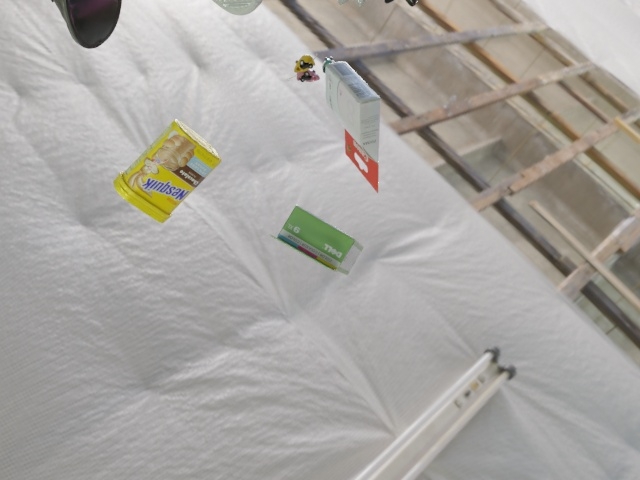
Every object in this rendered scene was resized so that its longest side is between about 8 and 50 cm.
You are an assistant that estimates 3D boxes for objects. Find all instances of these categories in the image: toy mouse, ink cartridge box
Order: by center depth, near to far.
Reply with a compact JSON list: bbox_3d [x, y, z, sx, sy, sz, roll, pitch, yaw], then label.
[{"bbox_3d":[0.000,0.000,1.109,0.109,0.062,0.209,31,-179,10],"label":"ink cartridge box"},{"bbox_3d":[0.067,-0.238,1.499,0.066,0.232,0.189,-11,-140,-18],"label":"ink cartridge box"},{"bbox_3d":[-0.010,-0.440,1.790,0.143,0.161,0.031,3,-105,-43],"label":"toy mouse"}]

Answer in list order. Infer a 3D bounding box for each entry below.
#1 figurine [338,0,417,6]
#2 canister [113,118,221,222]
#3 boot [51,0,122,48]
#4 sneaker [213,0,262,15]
[{"bbox_3d":[0.116,-0.514,1.230,0.092,0.209,0.215,6,-171,-39],"label":"figurine"},{"bbox_3d":[-0.286,-0.131,1.319,0.126,0.170,0.073,38,-168,-40],"label":"canister"},{"bbox_3d":[-0.386,-0.400,0.925,0.229,0.263,0.091,27,-126,28],"label":"boot"},{"bbox_3d":[-0.185,-0.536,1.184,0.321,0.126,0.127,54,-142,-8],"label":"sneaker"}]
